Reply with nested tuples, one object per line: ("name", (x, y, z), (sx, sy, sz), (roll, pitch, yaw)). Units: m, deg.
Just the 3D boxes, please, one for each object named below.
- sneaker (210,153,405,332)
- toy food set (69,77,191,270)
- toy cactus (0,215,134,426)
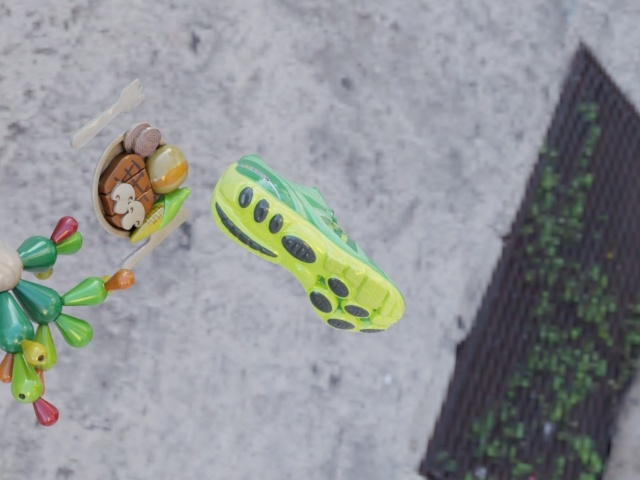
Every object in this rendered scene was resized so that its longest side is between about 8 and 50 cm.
("sneaker", (0.000, 0.000, 1.708), (0.295, 0.109, 0.123), (43, 38, -22))
("toy food set", (-0.196, -0.064, 1.549), (0.132, 0.038, 0.192), (-47, 136, -33))
("toy cactus", (-0.274, 0.050, 1.344), (0.180, 0.112, 0.219), (45, 45, -35))
